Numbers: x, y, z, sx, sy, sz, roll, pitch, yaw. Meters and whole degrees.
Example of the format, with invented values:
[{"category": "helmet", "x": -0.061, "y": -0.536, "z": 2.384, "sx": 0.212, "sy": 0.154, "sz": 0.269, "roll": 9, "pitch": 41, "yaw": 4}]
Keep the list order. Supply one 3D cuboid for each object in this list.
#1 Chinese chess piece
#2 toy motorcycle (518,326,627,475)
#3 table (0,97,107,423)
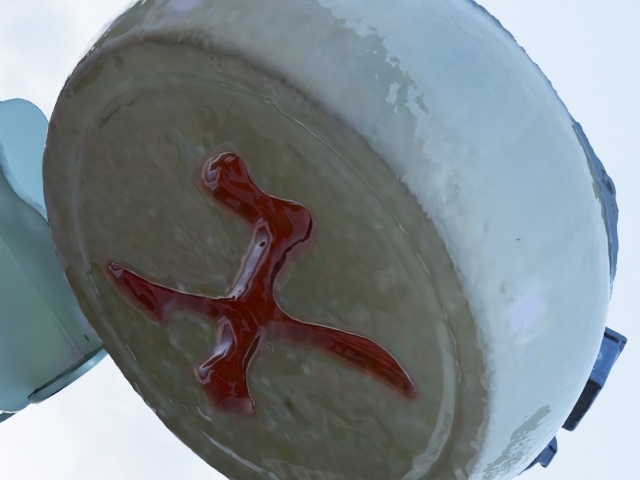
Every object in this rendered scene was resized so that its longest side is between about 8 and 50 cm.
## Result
[{"category": "Chinese chess piece", "x": 0.000, "y": 0.000, "z": 0.917, "sx": 0.338, "sy": 0.140, "sz": 0.338, "roll": 25, "pitch": -44, "yaw": 27}, {"category": "toy motorcycle", "x": 0.080, "y": 0.078, "z": 1.477, "sx": 0.359, "sy": 0.212, "sz": 0.125, "roll": 29, "pitch": -46, "yaw": 5}, {"category": "table", "x": -0.221, "y": 0.007, "z": 1.182, "sx": 0.198, "sy": 0.166, "sz": 0.166, "roll": 56, "pitch": -34, "yaw": -4}]
